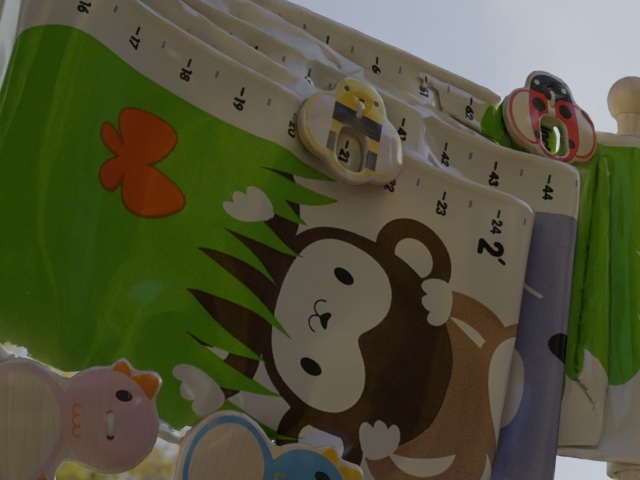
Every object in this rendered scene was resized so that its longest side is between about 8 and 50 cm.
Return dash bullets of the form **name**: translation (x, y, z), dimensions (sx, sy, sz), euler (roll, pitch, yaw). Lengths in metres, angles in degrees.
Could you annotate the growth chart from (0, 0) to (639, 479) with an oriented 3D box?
- **growth chart**: translation (0.000, 0.000, 0.455), dimensions (0.237, 0.172, 0.021), euler (17, -33, -29)
